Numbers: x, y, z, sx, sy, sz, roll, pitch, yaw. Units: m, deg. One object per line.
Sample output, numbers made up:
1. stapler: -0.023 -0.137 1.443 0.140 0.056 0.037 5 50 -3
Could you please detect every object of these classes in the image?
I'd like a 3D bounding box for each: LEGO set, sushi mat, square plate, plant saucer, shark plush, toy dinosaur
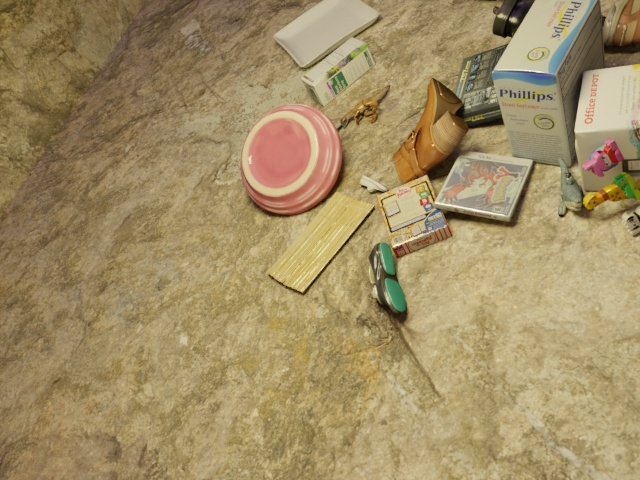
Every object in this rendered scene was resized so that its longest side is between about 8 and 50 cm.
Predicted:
1. LEGO set: 0.588 -0.105 1.194 0.093 0.227 0.087 -34 23 15
2. sushi mat: 0.000 0.000 1.571 0.151 0.019 0.316 27 71 41
3. square plate: 0.017 -0.813 2.234 0.347 0.049 0.344 -34 43 1
4. plant saucer: -0.102 -0.243 1.689 0.332 0.084 0.331 -4 81 26
5. shark plush: 0.569 -0.127 1.307 0.073 0.067 0.161 -5 51 28
6. toy dinosaur: 0.150 -0.428 1.816 0.212 0.064 0.112 -35 43 -1

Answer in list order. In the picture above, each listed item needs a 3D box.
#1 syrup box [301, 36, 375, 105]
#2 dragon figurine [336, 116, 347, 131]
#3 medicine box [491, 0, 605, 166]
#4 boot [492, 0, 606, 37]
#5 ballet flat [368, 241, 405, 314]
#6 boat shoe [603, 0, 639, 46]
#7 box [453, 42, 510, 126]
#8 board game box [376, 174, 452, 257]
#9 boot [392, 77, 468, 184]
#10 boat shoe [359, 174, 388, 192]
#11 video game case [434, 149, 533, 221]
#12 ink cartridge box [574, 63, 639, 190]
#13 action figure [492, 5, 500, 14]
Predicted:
1. syrup box: 0.060 -0.574 1.973 0.237 0.093 0.096 -41 45 -6
2. dragon figurine: -0.033 -0.267 1.769 0.289 0.085 0.144 -16 49 25
3. medicine box: 0.548 -0.371 1.367 0.149 0.289 0.263 15 62 39
4. boot: 0.667 -0.658 1.586 0.260 0.131 0.347 31 91 24
5. ballet flat: 0.150 0.099 1.371 0.074 0.074 0.203 -20 52 15
6. boat shoe: 0.851 -0.622 1.539 0.117 0.123 0.324 23 67 27
7. box: 0.459 -0.426 1.594 0.184 0.059 0.232 -6 54 44
8. board game box: 0.233 -0.065 1.470 0.147 0.045 0.193 -22 45 13
9. boot: 0.285 -0.294 1.570 0.220 0.109 0.283 -47 35 36
10. boat shoe: 0.145 -0.149 1.607 0.100 0.035 0.035 33 102 40
11. video game case: 0.399 -0.139 1.417 0.184 0.023 0.201 13 55 28
12. ink cartridge box: 0.702 -0.242 1.233 0.270 0.197 0.198 1 55 32
13. action figure: 0.584 -0.784 1.812 0.285 0.099 0.185 -124 48 -57
